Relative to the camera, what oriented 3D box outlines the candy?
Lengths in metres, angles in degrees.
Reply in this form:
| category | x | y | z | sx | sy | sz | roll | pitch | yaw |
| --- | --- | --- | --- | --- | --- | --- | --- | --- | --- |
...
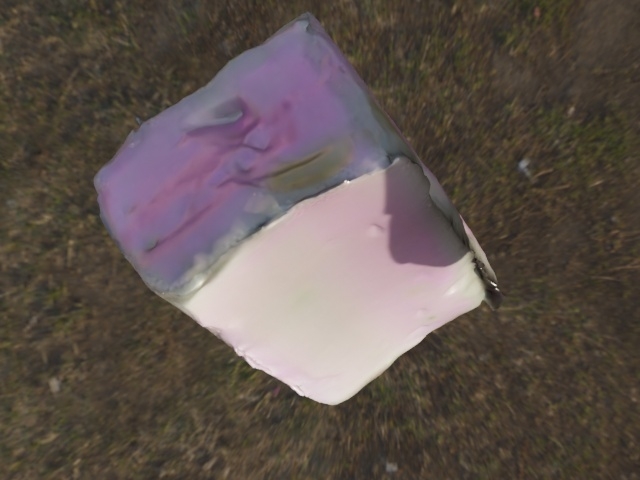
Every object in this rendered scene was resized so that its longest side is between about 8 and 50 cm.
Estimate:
| category | x | y | z | sx | sy | sz | roll | pitch | yaw |
| --- | --- | --- | --- | --- | --- | --- | --- | --- | --- |
| candy | 0.000 | 0.000 | 0.653 | 0.155 | 0.265 | 0.116 | -34 | 64 | 7 |
